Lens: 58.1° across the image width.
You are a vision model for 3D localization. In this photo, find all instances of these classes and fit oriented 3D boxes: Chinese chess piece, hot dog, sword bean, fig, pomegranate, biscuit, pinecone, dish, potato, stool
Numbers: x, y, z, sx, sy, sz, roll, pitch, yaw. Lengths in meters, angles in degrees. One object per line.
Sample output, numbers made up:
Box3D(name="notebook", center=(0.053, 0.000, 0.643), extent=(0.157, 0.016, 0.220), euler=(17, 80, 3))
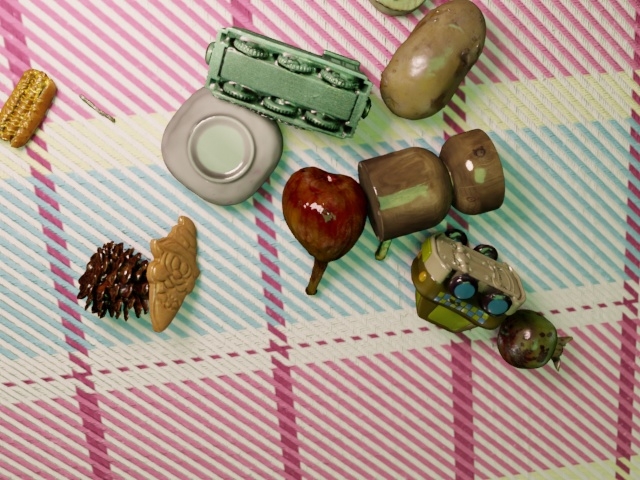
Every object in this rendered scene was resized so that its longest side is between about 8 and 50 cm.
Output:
Box3D(name="Chinese chess piece", center=(0.157, -0.531, 1.167), extent=(0.143, 0.058, 0.144), euler=(-2, 104, -7))
Box3D(name="hot dog", center=(-0.583, -0.263, 1.140), extent=(0.071, 0.045, 0.165), euler=(33, 98, -11))
Box3D(name="sword bean", center=(-0.455, -0.268, 1.173), extent=(0.083, 0.012, 0.012), euler=(37, 96, -15))
Box3D(name="fig", center=(0.012, -0.024, 1.245), extent=(0.190, 0.191, 0.290), euler=(-14, 140, -4))
Box3D(name="pomegranate", center=(0.497, 0.239, 1.364), extent=(0.169, 0.148, 0.149), euler=(31, 98, -39))
Box3D(name="biscuit", center=(-0.306, 0.069, 1.202), extent=(0.035, 0.162, 0.251), euler=(5, 76, 30))
Box3D(name="pinecone", center=(-0.407, 0.093, 1.198), extent=(0.165, 0.163, 0.163), euler=(26, 99, -27))
Box3D(name="dish", center=(-0.200, -0.189, 1.171), extent=(0.255, 0.117, 0.257), euler=(-1, 103, -6))
Box3D(name="potato", center=(0.228, -0.365, 1.164), extent=(0.164, 0.165, 0.262), euler=(30, 105, -13))
Box3D(name="stool", center=(0.226, -0.115, 1.213), extent=(0.263, 0.179, 0.179), euler=(-16, 105, -3))

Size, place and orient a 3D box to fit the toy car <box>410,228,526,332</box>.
Box3D(name="toy car", center=(0.308, 0.115, 1.295), extent=(0.247, 0.204, 0.198), euler=(24, 122, -11))

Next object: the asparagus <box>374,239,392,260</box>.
Box3D(name="asparagus", center=(0.151, -0.003, 1.310), extent=(0.025, 0.021, 0.108), euler=(20, 100, -11))

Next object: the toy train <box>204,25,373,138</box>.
Box3D(name="toy train", center=(-0.058, -0.319, 1.131), extent=(0.330, 0.178, 0.139), euler=(18, 120, -7))
